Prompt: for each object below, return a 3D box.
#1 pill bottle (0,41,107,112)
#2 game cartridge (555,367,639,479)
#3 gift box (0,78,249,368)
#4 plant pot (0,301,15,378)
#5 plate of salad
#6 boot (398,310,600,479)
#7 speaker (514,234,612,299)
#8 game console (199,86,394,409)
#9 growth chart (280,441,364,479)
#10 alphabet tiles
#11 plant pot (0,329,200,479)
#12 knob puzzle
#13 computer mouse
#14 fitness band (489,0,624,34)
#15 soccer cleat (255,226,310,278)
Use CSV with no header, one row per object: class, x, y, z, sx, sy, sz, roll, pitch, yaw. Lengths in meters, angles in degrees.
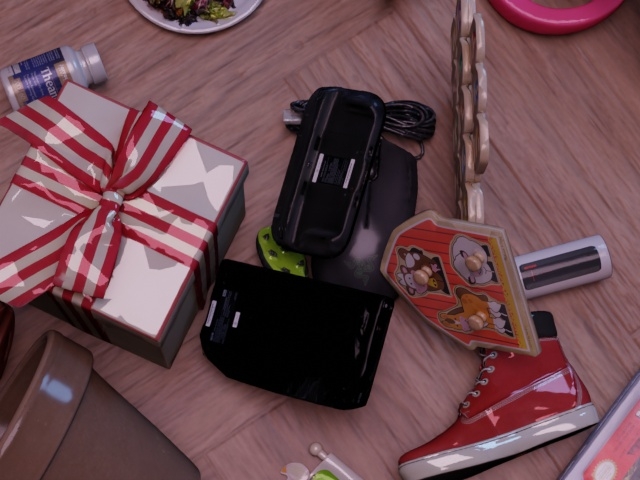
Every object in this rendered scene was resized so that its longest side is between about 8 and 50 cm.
pill bottle,-0.322,-0.196,1.927,0.120,0.067,0.067,-22,78,-7
game cartridge,0.400,0.274,1.847,0.196,0.060,0.294,38,78,3
gift box,-0.247,-0.013,1.788,0.276,0.258,0.255,20,76,2
plant pot,-0.495,0.116,1.738,0.265,0.272,0.272,21,77,4
plate of salad,-0.155,-0.354,1.981,0.200,0.048,0.199,1,76,-3
boot,0.180,0.175,1.849,0.244,0.088,0.176,-20,76,-13
speaker,0.274,0.036,1.898,0.136,0.055,0.055,-14,77,-5
game console,0.000,0.000,1.815,0.213,0.044,0.361,13,83,25
growth chart,-0.012,0.366,1.826,0.172,0.021,0.237,32,77,7
alphabet tiles,0.165,-0.133,1.820,0.021,0.278,0.284,0,77,-1
plant pot,-0.265,0.266,1.744,0.229,0.263,0.263,32,77,-13
knob puzzle,0.141,0.051,1.784,0.213,0.213,0.030,41,55,8
computer mouse,0.047,-0.048,1.901,0.189,0.072,0.272,2,76,-2
fitness band,0.305,-0.397,2.005,0.209,0.054,0.290,8,75,0
soccer cleat,-0.035,0.063,1.879,0.060,0.072,0.179,-7,54,-37
